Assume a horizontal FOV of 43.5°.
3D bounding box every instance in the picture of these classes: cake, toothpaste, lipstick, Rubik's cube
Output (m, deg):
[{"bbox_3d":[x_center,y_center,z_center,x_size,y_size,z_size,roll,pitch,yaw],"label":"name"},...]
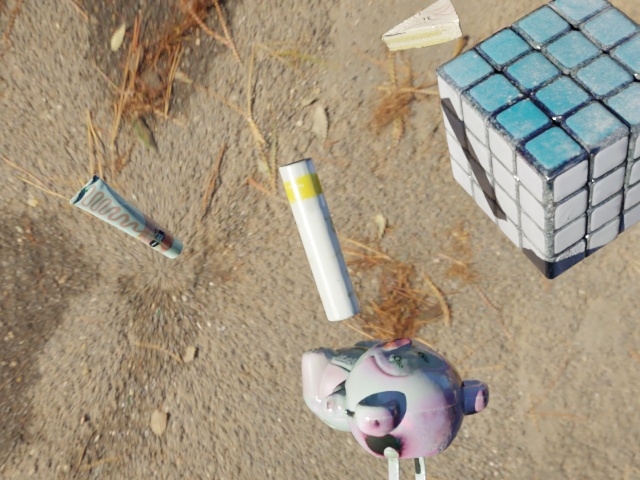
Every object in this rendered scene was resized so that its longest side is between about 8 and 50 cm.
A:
[{"bbox_3d":[0.156,-0.332,1.247,0.121,0.052,0.065,-12,66,13],"label":"cake"},{"bbox_3d":[-0.290,-0.031,1.231,0.056,0.036,0.205,-48,136,3],"label":"toothpaste"},{"bbox_3d":[0.000,0.000,1.289,0.059,0.059,0.264,-19,99,-11],"label":"lipstick"},{"bbox_3d":[0.457,-0.198,1.496,0.337,0.344,0.344,-32,55,-6],"label":"Rubik's cube"}]

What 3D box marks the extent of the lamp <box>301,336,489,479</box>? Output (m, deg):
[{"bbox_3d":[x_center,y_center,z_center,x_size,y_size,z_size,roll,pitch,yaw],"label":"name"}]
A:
[{"bbox_3d":[0.105,0.281,1.337,0.247,0.301,0.248,-1,89,-32],"label":"lamp"}]
